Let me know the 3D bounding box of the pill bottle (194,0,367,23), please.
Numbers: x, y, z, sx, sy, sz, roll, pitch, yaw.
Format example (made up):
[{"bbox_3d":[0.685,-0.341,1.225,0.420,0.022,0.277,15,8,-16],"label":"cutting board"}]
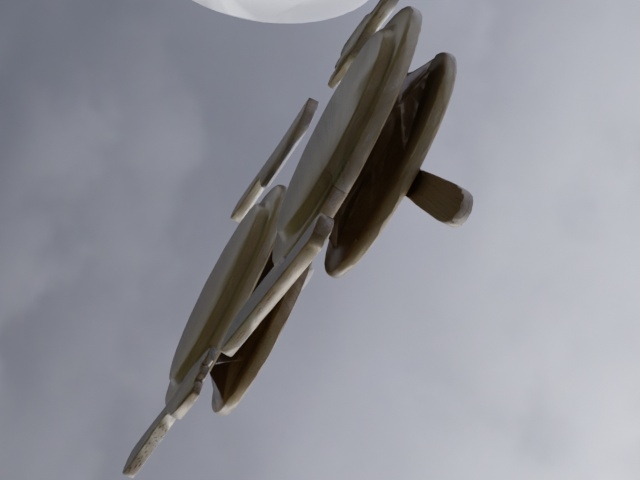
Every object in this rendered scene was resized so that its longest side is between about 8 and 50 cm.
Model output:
[{"bbox_3d":[-0.016,-0.262,1.037,0.153,0.153,0.264,-29,-131,53],"label":"pill bottle"}]

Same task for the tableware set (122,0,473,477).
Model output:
[{"bbox_3d":[0.000,0.000,0.610,0.194,0.039,0.128,-52,-166,55],"label":"tableware set"}]
